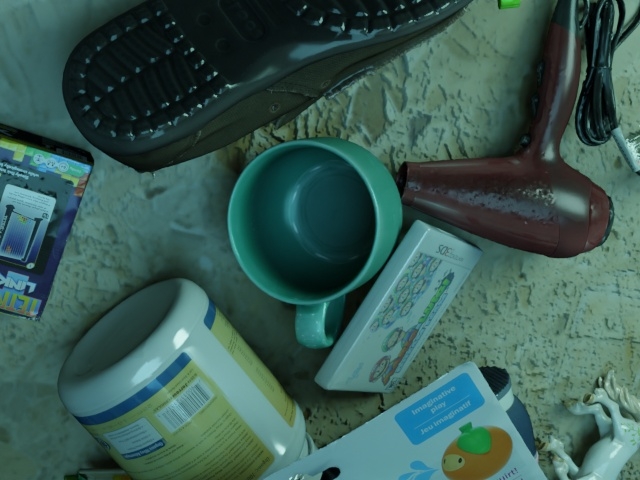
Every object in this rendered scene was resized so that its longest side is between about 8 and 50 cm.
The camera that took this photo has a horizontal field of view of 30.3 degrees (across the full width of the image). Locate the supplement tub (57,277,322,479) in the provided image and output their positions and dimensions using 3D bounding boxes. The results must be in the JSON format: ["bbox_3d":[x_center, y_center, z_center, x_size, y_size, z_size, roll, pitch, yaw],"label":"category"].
[{"bbox_3d":[-0.103,0.146,0.973,0.144,0.144,0.200,-37,110,0],"label":"supplement tub"}]

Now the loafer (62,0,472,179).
[{"bbox_3d":[-0.031,-0.165,0.927,0.365,0.130,0.134,-25,77,-14],"label":"loafer"}]

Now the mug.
[{"bbox_3d":[-0.005,-0.008,0.965,0.129,0.097,0.158,34,108,12],"label":"mug"}]

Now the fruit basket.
[{"bbox_3d":[0.055,0.292,0.939,0.327,0.165,0.353,-30,130,4],"label":"fruit basket"}]

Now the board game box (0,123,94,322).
[{"bbox_3d":[-0.282,-0.026,0.932,0.170,0.048,0.141,18,103,-18],"label":"board game box"}]

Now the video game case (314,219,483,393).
[{"bbox_3d":[0.070,0.062,1.007,0.157,0.019,0.143,-58,154,7],"label":"video game case"}]

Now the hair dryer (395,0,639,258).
[{"bbox_3d":[0.195,-0.095,1.026,0.293,0.080,0.224,-30,95,-9],"label":"hair dryer"}]

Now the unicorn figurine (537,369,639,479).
[{"bbox_3d":[0.259,0.213,1.124,0.111,0.060,0.162,39,95,-20],"label":"unicorn figurine"}]

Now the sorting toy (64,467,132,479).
[{"bbox_3d":[-0.182,0.214,1.027,0.083,0.012,0.062,-8,143,31],"label":"sorting toy"}]

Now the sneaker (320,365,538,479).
[{"bbox_3d":[0.055,0.244,1.058,0.319,0.112,0.131,-28,108,-3],"label":"sneaker"}]

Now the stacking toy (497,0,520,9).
[{"bbox_3d":[0.215,-0.308,0.960,0.166,0.052,0.221,-7,105,-9],"label":"stacking toy"}]
